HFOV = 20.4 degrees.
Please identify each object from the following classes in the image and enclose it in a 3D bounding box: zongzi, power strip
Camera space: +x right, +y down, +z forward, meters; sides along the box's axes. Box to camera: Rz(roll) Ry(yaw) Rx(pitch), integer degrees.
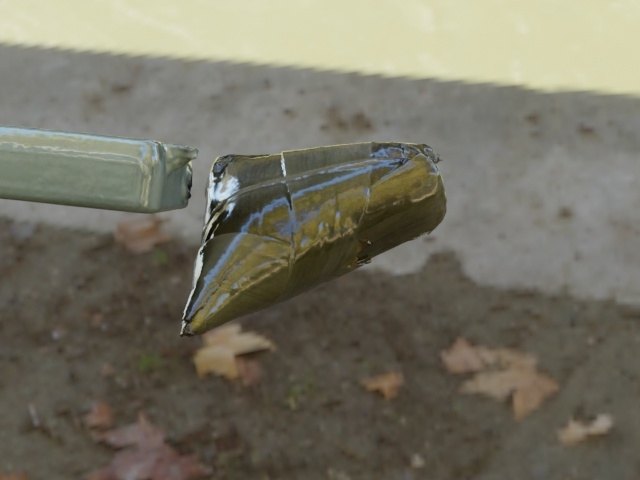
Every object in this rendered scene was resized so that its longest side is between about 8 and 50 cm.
[{"bbox_3d":[0.000,0.000,1.094,0.160,0.078,0.176,-11,25,8],"label":"zongzi"},{"bbox_3d":[-0.204,-0.049,1.087,0.270,0.046,0.118,6,1,6],"label":"power strip"}]
